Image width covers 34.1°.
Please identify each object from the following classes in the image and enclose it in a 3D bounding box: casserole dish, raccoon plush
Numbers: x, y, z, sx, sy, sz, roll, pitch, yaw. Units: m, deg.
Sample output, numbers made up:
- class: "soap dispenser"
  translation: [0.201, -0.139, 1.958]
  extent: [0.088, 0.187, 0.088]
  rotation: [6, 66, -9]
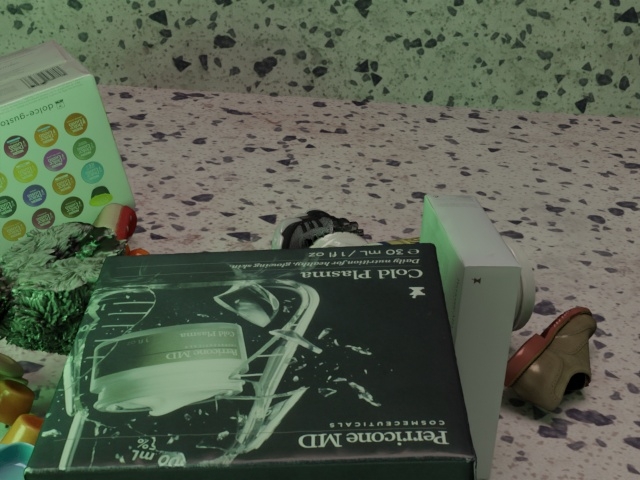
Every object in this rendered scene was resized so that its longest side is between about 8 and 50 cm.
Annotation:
- class: "casserole dish"
  translation: [-0.409, 0.360, 1.468]
  extent: [0.188, 0.037, 0.114]
  rotation: [37, 34, 21]
- class: "raccoon plush"
  translation: [-0.463, 0.158, 1.730]
  extent: [0.446, 0.299, 0.216]
  rotation: [-15, 35, -14]

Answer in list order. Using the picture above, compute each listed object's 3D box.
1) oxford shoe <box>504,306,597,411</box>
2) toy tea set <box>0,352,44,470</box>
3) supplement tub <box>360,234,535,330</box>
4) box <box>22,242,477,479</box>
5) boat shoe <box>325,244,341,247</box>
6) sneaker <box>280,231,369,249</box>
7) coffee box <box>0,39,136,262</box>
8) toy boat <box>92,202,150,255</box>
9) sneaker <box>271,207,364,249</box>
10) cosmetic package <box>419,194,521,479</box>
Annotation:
- class: "oxford shoe"
  translation: [0.446, 0.225, 1.935]
  extent: [0.130, 0.123, 0.348]
  rotation: [44, 36, 16]
- class: "toy tea set"
  translation: [-0.548, 0.274, 1.648]
  extent: [0.200, 0.124, 0.336]
  rotation: [25, 5, -36]
- class: "supplement tub"
  translation: [0.225, 0.101, 1.991]
  extent: [0.316, 0.228, 0.228]
  rotation: [-7, 26, -25]
- class: "box"
  translation: [-0.067, 0.241, 1.333]
  extent: [0.480, 0.297, 0.471]
  rotation: [-3, 29, 1]
- class: "boat shoe"
  translation: [0.111, 0.062, 2.158]
  extent: [0.109, 0.094, 0.302]
  rotation: [23, 14, 39]
- class: "sneaker"
  translation: [-0.004, 0.071, 2.207]
  extent: [0.297, 0.111, 0.129]
  rotation: [-19, 45, -31]
- class: "coffee box"
  translation: [-0.654, -0.205, 2.318]
  extent: [0.338, 0.334, 0.338]
  rotation: [-24, 31, -18]
- class: "toy boat"
  translation: [-0.423, 0.024, 2.203]
  extent: [0.151, 0.151, 0.231]
  rotation: [31, 19, -16]
- class: "sneaker"
  translation: [0.000, 0.000, 2.337]
  extent: [0.153, 0.101, 0.268]
  rotation: [12, 22, 22]
- class: "cosmetic package"
  translation: [0.220, 0.150, 1.691]
  extent: [0.097, 0.377, 0.284]
  rotation: [1, 24, -5]
